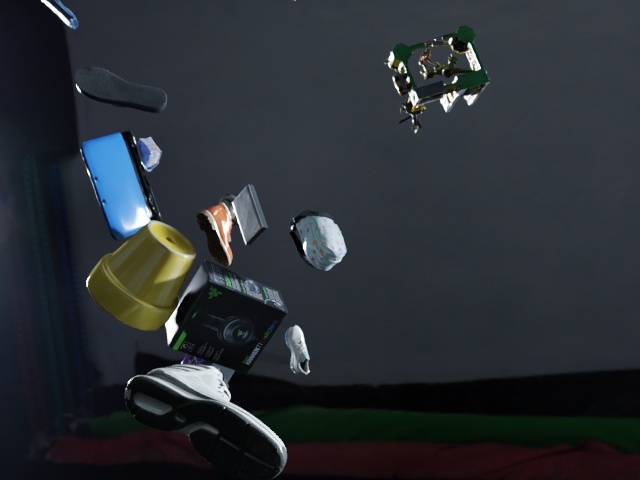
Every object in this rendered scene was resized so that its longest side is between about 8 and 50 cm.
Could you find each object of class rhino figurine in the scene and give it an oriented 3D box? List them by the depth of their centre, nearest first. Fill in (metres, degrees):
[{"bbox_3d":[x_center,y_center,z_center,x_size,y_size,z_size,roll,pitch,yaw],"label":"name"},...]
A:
[{"bbox_3d":[-0.361,-0.079,2.452,0.107,0.243,0.073,12,150,3],"label":"rhino figurine"}]

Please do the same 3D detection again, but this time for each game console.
[{"bbox_3d":[-0.607,-0.168,1.888,0.174,0.292,0.250,-21,-165,-26],"label":"game console"}]

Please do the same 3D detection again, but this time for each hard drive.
[{"bbox_3d":[-0.191,-0.069,1.706,0.022,0.135,0.094,-1,151,-40],"label":"hard drive"}]

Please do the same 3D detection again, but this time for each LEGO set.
[{"bbox_3d":[0.360,-0.513,2.008,0.332,0.254,0.192,-26,171,-12],"label":"LEGO set"}]

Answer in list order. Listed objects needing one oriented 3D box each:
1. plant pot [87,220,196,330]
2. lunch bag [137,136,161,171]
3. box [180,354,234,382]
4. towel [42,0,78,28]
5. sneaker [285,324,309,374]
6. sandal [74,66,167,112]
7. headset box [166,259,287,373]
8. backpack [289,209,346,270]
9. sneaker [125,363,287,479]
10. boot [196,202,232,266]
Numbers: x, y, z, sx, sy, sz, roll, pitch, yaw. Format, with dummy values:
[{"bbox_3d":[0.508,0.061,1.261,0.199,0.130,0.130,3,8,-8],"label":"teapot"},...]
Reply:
[{"bbox_3d":[-0.483,0.084,1.789,0.254,0.239,0.254,36,-169,-8],"label":"plant pot"},{"bbox_3d":[-0.533,-0.265,1.953,0.053,0.071,0.083,-19,151,-46],"label":"lunch bag"},{"bbox_3d":[-0.378,0.416,2.191,0.103,0.261,0.184,39,166,-36],"label":"box"},{"bbox_3d":[-0.707,-0.628,1.709,0.029,0.119,0.067,-49,-172,-10],"label":"towel"},{"bbox_3d":[-0.072,0.399,2.297,0.071,0.190,0.083,-17,-167,-28],"label":"sneaker"},{"bbox_3d":[-0.561,-0.407,1.768,0.255,0.097,0.054,18,154,-12],"label":"sandal"},{"bbox_3d":[-0.286,0.223,1.860,0.283,0.246,0.131,27,-164,-26],"label":"headset box"},{"bbox_3d":[0.000,0.000,1.939,0.152,0.181,0.115,8,141,-35],"label":"backpack"},{"bbox_3d":[-0.249,0.427,1.633,0.448,0.169,0.257,23,-163,17],"label":"sneaker"},{"bbox_3d":[-0.241,-0.015,1.566,0.059,0.157,0.085,2,-151,36],"label":"boot"}]
